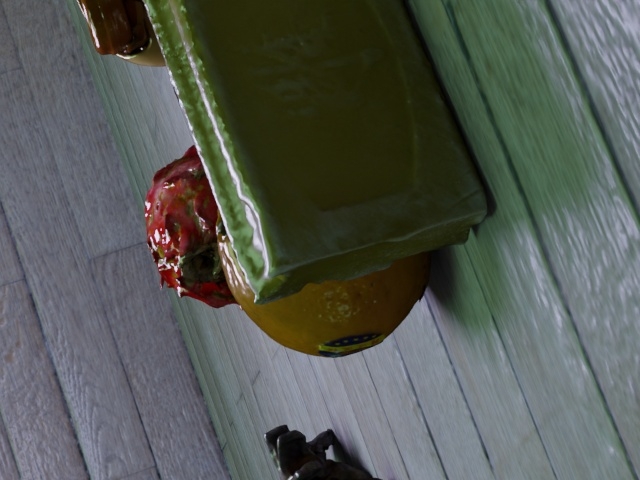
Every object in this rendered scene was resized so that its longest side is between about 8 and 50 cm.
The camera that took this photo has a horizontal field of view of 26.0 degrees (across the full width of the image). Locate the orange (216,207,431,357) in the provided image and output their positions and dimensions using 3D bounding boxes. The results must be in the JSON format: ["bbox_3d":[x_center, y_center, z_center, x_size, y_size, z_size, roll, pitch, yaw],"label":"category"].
[{"bbox_3d":[0.002,0.001,1.275,0.219,0.193,0.219,177,90,-87],"label":"orange"}]

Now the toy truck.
[{"bbox_3d":[-0.198,-0.342,1.600,0.211,0.204,0.287,-165,58,-79],"label":"toy truck"}]

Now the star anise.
[{"bbox_3d":[0.001,0.333,1.941,0.198,0.111,0.257,54,171,11],"label":"star anise"}]

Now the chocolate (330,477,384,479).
[{"bbox_3d":[0.071,0.358,1.724,0.125,0.080,0.148,23,124,59],"label":"chocolate"}]

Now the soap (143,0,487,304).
[{"bbox_3d":[-0.009,-0.124,1.117,0.091,0.199,0.314,123,130,-66],"label":"soap"}]

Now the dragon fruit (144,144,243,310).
[{"bbox_3d":[-0.123,-0.015,1.715,0.268,0.210,0.205,-69,-42,-69],"label":"dragon fruit"}]

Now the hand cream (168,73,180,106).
[{"bbox_3d":[-0.156,-0.159,2.056,0.120,0.061,0.270,36,150,64],"label":"hand cream"}]
